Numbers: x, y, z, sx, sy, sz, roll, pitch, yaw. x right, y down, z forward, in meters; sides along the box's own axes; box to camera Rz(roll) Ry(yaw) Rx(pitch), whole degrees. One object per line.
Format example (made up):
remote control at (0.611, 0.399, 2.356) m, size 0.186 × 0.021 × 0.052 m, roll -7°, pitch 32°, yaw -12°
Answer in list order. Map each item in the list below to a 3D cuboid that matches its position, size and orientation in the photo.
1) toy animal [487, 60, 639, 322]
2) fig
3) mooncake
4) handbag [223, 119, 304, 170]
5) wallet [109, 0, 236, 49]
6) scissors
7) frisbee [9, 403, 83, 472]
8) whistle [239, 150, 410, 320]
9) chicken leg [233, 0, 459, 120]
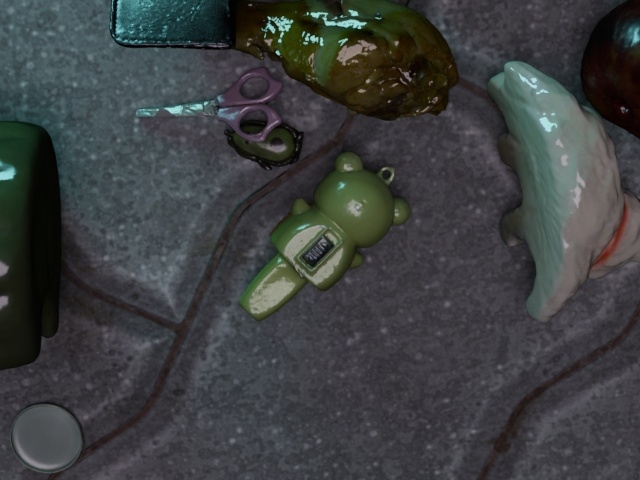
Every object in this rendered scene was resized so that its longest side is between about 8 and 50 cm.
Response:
toy animal at (0.344, -0.091, 1.899) m, size 0.188 × 0.266 × 0.308 m, roll -12°, pitch 61°, yaw -9°
fig at (0.505, -0.260, 1.851) m, size 0.321 × 0.217 × 0.217 m, roll -34°, pitch 102°, yaw -20°
mooncake at (-0.446, 0.007, 1.842) m, size 0.187 × 0.351 × 0.351 m, roll 1°, pitch 104°, yaw 0°
handbag at (-0.079, -0.135, 1.946) m, size 0.111 × 0.047 × 0.072 m, roll 11°, pitch 92°, yaw 6°
wallet at (-0.185, -0.393, 1.817) m, size 0.172 × 0.045 × 0.318 m, roll 0°, pitch 74°, yaw 4°
scissors at (-0.156, -0.183, 1.937) m, size 0.212 × 0.021 × 0.110 m, roll -2°, pitch 69°, yaw 11°
frisbee at (-0.405, 0.292, 2.080) m, size 0.110 × 0.014 × 0.110 m, roll 0°, pitch 104°, yaw 1°
whistle at (0.000, 0.000, 1.947) m, size 0.131 × 0.106 × 0.288 m, roll 43°, pitch 100°, yaw -11°
chicken leg at (-0.027, -0.265, 1.857) m, size 0.429 × 0.201 × 0.152 m, roll 14°, pitch 112°, yaw 8°
